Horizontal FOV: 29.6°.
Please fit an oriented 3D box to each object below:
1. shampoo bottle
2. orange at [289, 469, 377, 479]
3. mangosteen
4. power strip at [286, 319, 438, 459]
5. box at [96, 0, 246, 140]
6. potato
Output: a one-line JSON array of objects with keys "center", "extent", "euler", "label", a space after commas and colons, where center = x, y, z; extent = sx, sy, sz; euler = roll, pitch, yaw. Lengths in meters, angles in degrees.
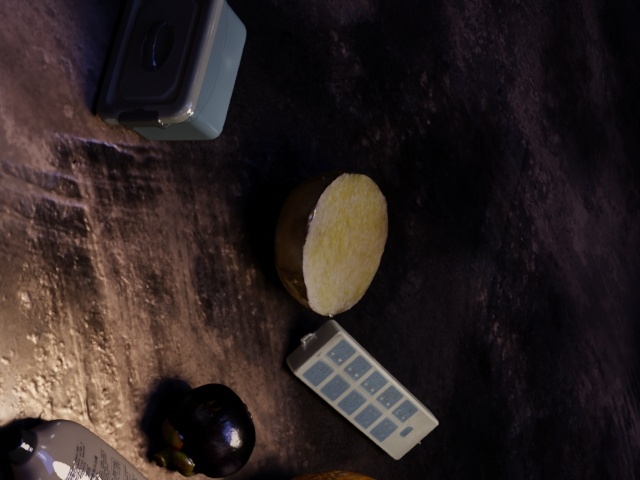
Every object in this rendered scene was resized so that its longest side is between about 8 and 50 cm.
[{"center": [-0.310, 0.307, 1.558], "extent": [0.257, 0.078, 0.127], "euler": [45, 51, -42], "label": "shampoo bottle"}, {"center": [0.032, 0.513, 1.805], "extent": [0.340, 0.293, 0.341], "euler": [5, 84, -49], "label": "orange"}, {"center": [-0.167, 0.280, 1.721], "extent": [0.151, 0.137, 0.137], "euler": [-27, 113, -13], "label": "mangosteen"}, {"center": [0.080, 0.261, 2.046], "extent": [0.106, 0.043, 0.367], "euler": [-42, 130, 4], "label": "power strip"}, {"center": [-0.203, -0.247, 1.680], "extent": [0.130, 0.162, 0.227], "euler": [39, 58, -56], "label": "box"}, {"center": [0.000, 0.000, 1.952], "extent": [0.299, 0.116, 0.239], "euler": [19, 83, -62], "label": "potato"}]
